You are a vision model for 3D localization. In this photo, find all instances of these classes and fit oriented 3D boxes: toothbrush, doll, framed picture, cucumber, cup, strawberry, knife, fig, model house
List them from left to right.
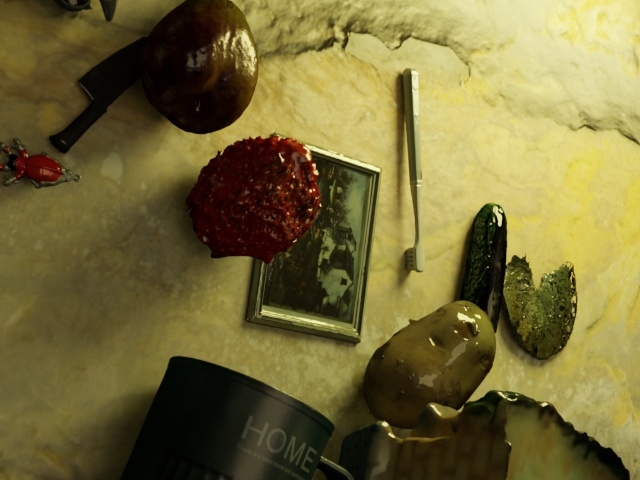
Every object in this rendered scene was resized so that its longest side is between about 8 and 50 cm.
[{"bbox_3d":[-0.366,-0.091,1.460,0.114,0.039,0.057,17,48,-27],"label":"doll"},{"bbox_3d":[-0.293,-0.209,1.535,0.060,0.028,0.230,52,55,-22],"label":"knife"},{"bbox_3d":[-0.154,-0.283,1.590,0.170,0.145,0.274,45,44,-39],"label":"fig"},{"bbox_3d":[-0.132,0.348,1.513,0.308,0.242,0.292,47,61,-48],"label":"cup"},{"bbox_3d":[-0.082,-0.073,1.591,0.186,0.201,0.184,15,52,-22],"label":"strawberry"},{"bbox_3d":[0.000,0.000,1.764,0.232,0.019,0.296,14,79,-38],"label":"framed picture"},{"bbox_3d":[0.156,-0.118,1.889,0.025,0.030,0.343,0,88,-39],"label":"toothbrush"},{"bbox_3d":[0.199,0.452,1.698,0.445,0.399,0.395,27,62,-47],"label":"model house"},{"bbox_3d":[0.286,0.048,1.962,0.074,0.074,0.242,21,74,-37],"label":"cucumber"}]

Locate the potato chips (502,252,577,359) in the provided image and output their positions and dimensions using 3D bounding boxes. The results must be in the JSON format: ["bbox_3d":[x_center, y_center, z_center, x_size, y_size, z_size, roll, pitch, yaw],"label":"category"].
[{"bbox_3d":[0.404,0.113,2.082,0.219,0.029,0.202,25,75,-37],"label":"potato chips"}]

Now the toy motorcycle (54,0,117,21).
[{"bbox_3d":[-0.290,-0.405,1.515,0.152,0.073,0.225,10,81,-41],"label":"toy motorcycle"}]

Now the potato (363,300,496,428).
[{"bbox_3d":[0.178,0.202,1.819,0.262,0.165,0.165,-40,112,-26],"label":"potato"}]
